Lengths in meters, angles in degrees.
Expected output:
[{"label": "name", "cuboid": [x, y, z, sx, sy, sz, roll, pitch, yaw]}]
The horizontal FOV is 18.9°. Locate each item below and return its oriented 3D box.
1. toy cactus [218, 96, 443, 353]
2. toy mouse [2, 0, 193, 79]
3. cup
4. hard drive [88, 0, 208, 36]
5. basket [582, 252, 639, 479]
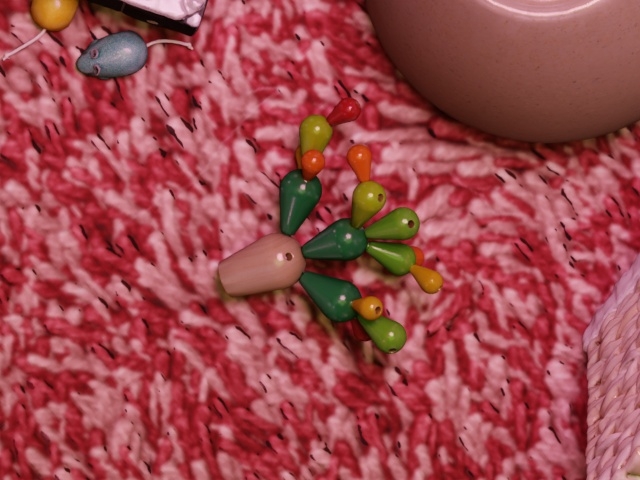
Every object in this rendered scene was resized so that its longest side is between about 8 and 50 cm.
[{"label": "toy cactus", "cuboid": [0.000, 0.000, 1.672, 0.181, 0.112, 0.219, -19, 100, 13]}, {"label": "toy mouse", "cuboid": [-0.173, -0.194, 1.650, 0.143, 0.031, 0.161, 27, 91, -10]}, {"label": "cup", "cuboid": [0.182, -0.249, 1.554, 0.331, 0.237, 0.331, 0, 90, 8]}, {"label": "hard drive", "cuboid": [-0.225, -0.336, 1.597, 0.339, 0.064, 0.236, 20, 84, -6]}, {"label": "basket", "cuboid": [0.426, 0.119, 1.583, 0.331, 0.266, 0.328, 26, 128, -9]}]
